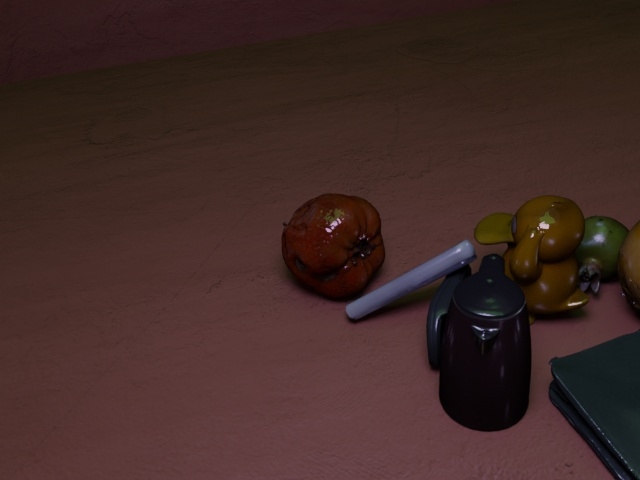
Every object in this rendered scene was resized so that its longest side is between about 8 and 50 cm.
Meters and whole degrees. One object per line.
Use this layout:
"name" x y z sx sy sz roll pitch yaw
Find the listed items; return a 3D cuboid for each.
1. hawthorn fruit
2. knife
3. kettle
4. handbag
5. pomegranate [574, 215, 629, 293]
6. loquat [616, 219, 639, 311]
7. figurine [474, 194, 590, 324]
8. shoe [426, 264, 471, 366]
"hawthorn fruit" 0.000 0.000 1.301 0.243 0.207 0.207 17 41 42
"knife" 0.169 0.076 1.202 0.266 0.040 0.073 -30 -3 12
"kettle" 0.267 0.150 1.003 0.144 0.232 0.202 10 38 21
"handbag" 0.507 0.252 0.953 0.248 0.079 0.260 -16 37 -12
"pomegranate" 0.537 0.029 1.225 0.130 0.129 0.159 -2 47 7
"loquat" 0.630 0.047 1.093 0.235 0.235 0.235 -5 35 3
"figurine" 0.391 0.031 1.154 0.215 0.228 0.215 -23 18 8
"shoe" 0.258 0.126 1.149 0.093 0.108 0.241 6 34 24
